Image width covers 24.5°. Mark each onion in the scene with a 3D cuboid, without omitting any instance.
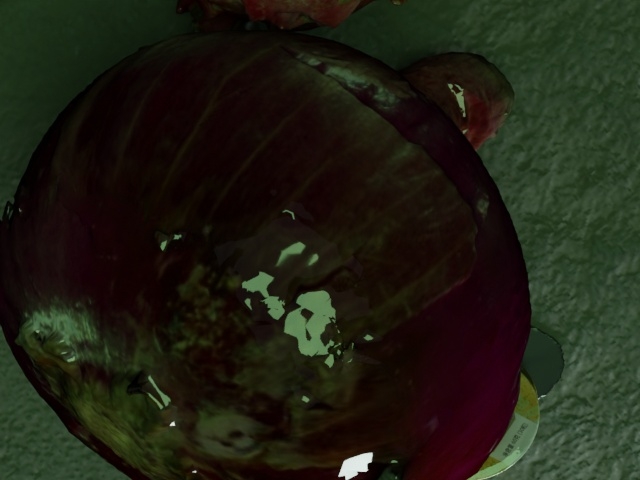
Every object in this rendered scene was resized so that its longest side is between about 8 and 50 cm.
[{"bbox_3d":[0.000,0.000,0.928,0.385,0.347,0.348,-46,110,-33],"label":"onion"}]

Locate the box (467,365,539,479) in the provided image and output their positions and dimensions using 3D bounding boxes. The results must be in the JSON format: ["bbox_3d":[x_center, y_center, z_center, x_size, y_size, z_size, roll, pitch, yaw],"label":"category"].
[{"bbox_3d":[0.107,0.124,1.083,0.105,0.037,0.105,-2,109,-5],"label":"box"}]

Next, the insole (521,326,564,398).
[{"bbox_3d":[0.075,0.061,1.083,0.232,0.003,0.080,20,103,-12],"label":"insole"}]

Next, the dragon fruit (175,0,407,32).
[{"bbox_3d":[-0.017,-0.219,0.898,0.210,0.205,0.268,5,142,-24],"label":"dragon fruit"}]
